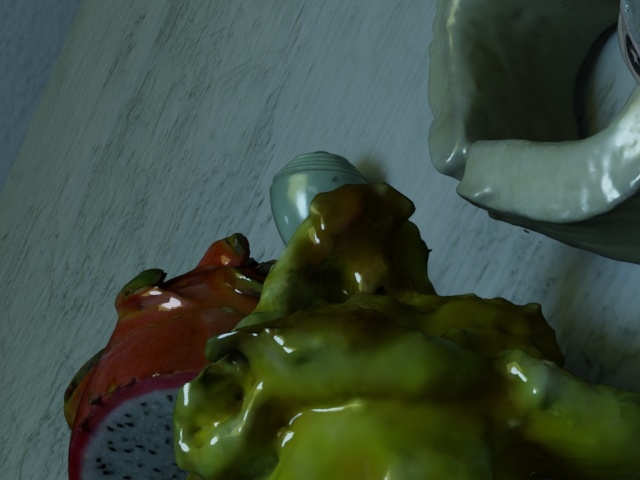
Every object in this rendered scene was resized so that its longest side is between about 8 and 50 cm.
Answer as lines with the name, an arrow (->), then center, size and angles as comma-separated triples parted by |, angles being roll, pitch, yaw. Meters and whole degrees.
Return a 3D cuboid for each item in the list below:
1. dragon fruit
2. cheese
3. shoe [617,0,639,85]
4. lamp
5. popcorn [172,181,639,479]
dragon fruit -> -0.074, 0.138, 1.200 | 0.305, 0.305, 0.226 | -50, 24, 33
cheese -> 0.217, -0.132, 0.980 | 0.332, 0.153, 0.292 | -6, 67, 59
shoe -> 0.277, -0.060, 0.665 | 0.351, 0.198, 0.172 | 41, 99, 26
lamp -> 0.000, 0.000, 1.344 | 0.106, 0.106, 0.193 | -27, 57, 52
popcorn -> 0.068, 0.148, 0.923 | 0.321, 0.326, 0.290 | 34, 105, 24
